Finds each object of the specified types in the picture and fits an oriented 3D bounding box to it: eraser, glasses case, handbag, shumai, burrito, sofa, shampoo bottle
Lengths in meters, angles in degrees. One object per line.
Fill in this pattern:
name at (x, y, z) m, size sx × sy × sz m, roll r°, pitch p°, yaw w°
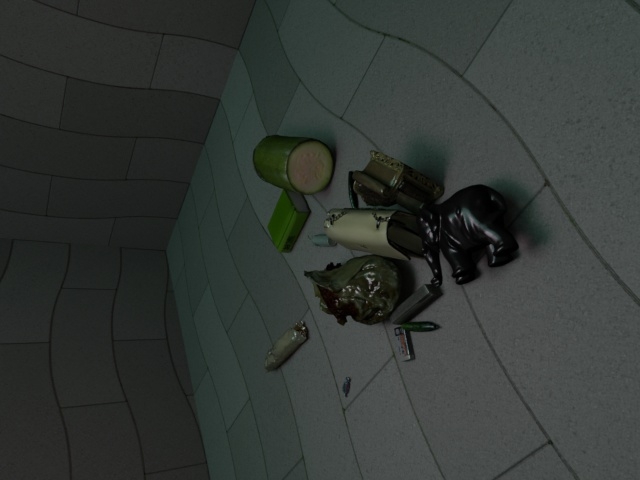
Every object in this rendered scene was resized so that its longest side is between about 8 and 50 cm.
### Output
eraser at (0.296, 0.364, 1.623) m, size 0.052 × 0.029 × 0.122 m, roll -35°, pitch 57°, yaw 49°
glasses case at (0.324, 0.221, 1.570) m, size 0.205 × 0.070 × 0.047 m, roll -50°, pitch 50°, yaw 39°
eraser at (-0.166, -0.106, 2.338) m, size 0.274 × 0.092 × 0.210 m, roll -60°, pitch 41°, yaw 33°
handbag at (0.204, -0.030, 1.623) m, size 0.358 × 0.236 × 0.160 m, roll 8°, pitch 80°, yaw 56°
shumai at (0.105, 0.152, 1.660) m, size 0.330 × 0.288 × 0.292 m, roll -25°, pitch 45°, yaw 58°
burrito at (-0.181, 0.529, 2.273) m, size 0.392 × 0.076 × 0.117 m, roll -50°, pitch 40°, yaw 37°
sofa at (0.257, -0.168, 1.573) m, size 0.200 × 0.258 × 0.182 m, roll 39°, pitch 103°, yaw 51°
shampoo bottle at (0.000, 0.000, 2.103) m, size 0.195 × 0.056 × 0.056 m, roll 0°, pitch 85°, yaw 57°

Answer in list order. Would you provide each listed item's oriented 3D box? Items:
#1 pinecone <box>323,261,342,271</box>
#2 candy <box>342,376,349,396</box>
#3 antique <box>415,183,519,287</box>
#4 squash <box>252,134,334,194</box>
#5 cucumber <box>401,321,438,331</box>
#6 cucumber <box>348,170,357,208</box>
pinecone at (0.066, 0.163, 1.916) m, size 0.120 × 0.140 × 0.140 m, roll 20°, pitch 103°, yaw 27°
candy at (0.104, 0.600, 1.880) m, size 0.030 × 0.020 × 0.083 m, roll 24°, pitch 106°, yaw 55°
antique at (0.427, -0.022, 1.365) m, size 0.322 × 0.185 × 0.255 m, roll -42°, pitch 59°, yaw 44°
squash at (-0.137, -0.367, 2.186) m, size 0.384 × 0.263 × 0.263 m, roll 25°, pitch 105°, yaw 55°
cucumber at (0.341, 0.294, 1.561) m, size 0.155 × 0.037 × 0.037 m, roll -11°, pitch 76°, yaw 48°
cucumber at (0.135, -0.214, 1.953) m, size 0.033 × 0.036 × 0.184 m, roll -28°, pitch 63°, yaw 60°
